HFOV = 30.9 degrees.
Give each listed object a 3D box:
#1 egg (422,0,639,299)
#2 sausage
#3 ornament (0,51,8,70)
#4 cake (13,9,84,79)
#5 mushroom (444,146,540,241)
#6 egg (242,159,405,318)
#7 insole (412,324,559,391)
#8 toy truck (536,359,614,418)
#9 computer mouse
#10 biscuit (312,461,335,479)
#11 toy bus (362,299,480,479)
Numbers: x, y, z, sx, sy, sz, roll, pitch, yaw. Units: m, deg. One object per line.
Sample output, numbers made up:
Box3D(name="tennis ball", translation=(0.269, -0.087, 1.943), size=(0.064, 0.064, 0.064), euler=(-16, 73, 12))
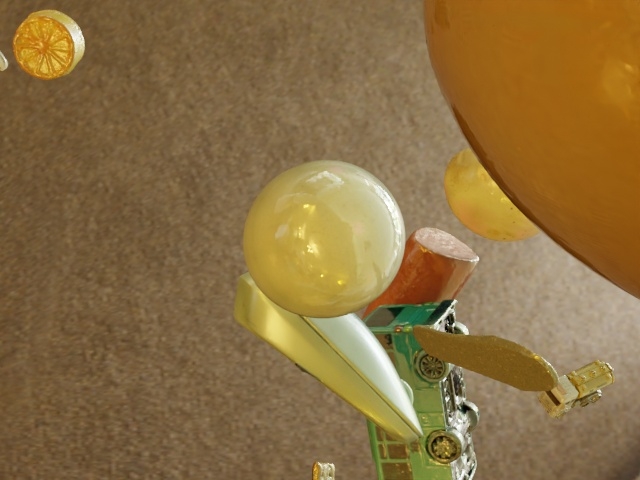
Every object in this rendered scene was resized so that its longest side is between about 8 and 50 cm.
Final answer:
Box3D(name="egg", translation=(0.202, -0.109, 0.483), size=(0.301, 0.374, 0.301), euler=(-10, 114, -23))
Box3D(name="sausage", translation=(0.128, 0.105, 1.712), size=(0.114, 0.259, 0.113), euler=(22, 27, -12))
Box3D(name="ornament", translation=(-0.553, -0.285, 1.726), size=(0.177, 0.177, 0.177), euler=(9, 75, -36))
Box3D(name="cake", translation=(-0.330, -0.237, 1.407), size=(0.084, 0.084, 0.044), euler=(56, 12, -14))
Box3D(name="mushroom", translation=(0.129, -0.039, 0.817), size=(0.083, 0.083, 0.067), euler=(32, 53, -28))
Box3D(name="egg", translation=(0.000, 0.000, 1.117), size=(0.151, 0.209, 0.151), euler=(1, 87, -15))
Box3D(name="insole", translation=(0.153, 0.109, 1.090), size=(0.010, 0.192, 0.063), euler=(-43, 118, -21))
Box3D(name="toy truck", translation=(0.406, 0.232, 1.834), size=(0.123, 0.063, 0.052), euler=(-17, 57, -31))
Box3D(name="computer mouse", translation=(0.018, 0.130, 1.398), size=(0.288, 0.159, 0.097), euler=(37, 83, -6))
Box3D(name="biscuit", translation=(0.005, 0.431, 2.033), size=(0.081, 0.018, 0.083), euler=(32, 58, -64))
Box3D(name="toy bus", translation=(0.135, 0.220, 1.607), size=(0.128, 0.147, 0.256), euler=(-36, 120, -63))
